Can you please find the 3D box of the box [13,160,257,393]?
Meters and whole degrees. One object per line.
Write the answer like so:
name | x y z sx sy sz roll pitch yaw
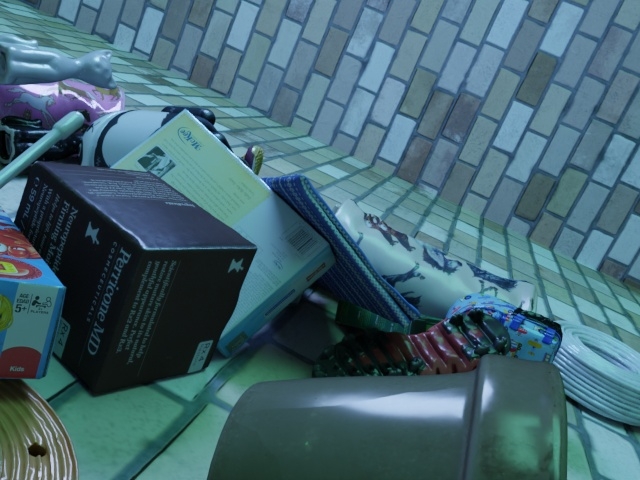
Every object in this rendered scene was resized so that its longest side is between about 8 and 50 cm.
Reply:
box | -0.217 0.032 0.752 0.203 0.169 0.167 33 18 30

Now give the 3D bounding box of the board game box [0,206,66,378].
board game box | -0.421 0.012 0.587 0.308 0.086 0.302 11 10 -39

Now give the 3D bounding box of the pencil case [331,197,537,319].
pencil case | 0.172 0.069 1.204 0.410 0.160 0.183 26 31 9

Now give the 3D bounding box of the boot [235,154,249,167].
boot | -0.255 -0.147 1.347 0.236 0.085 0.178 -3 16 -2

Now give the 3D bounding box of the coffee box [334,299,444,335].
coffee box | 0.118 0.127 1.041 0.113 0.041 0.184 13 -5 -34

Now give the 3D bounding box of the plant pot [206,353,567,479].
plant pot | 0.041 0.200 0.498 0.229 0.263 0.263 9 13 12

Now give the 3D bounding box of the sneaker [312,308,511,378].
sneaker | 0.118 0.179 0.898 0.275 0.135 0.098 -8 40 -20

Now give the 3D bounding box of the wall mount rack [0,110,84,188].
wall mount rack | -0.402 -0.099 0.603 0.349 0.131 0.304 20 8 13

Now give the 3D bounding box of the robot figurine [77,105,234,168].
robot figurine | -0.269 -0.128 1.115 0.278 0.174 0.209 10 16 30

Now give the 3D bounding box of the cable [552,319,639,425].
cable | 0.525 0.245 1.273 0.257 0.089 0.257 22 16 -7

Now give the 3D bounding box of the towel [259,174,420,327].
towel | 0.000 0.000 0.968 0.243 0.040 0.336 51 -11 -15

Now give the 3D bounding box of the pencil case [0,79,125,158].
pencil case | -0.553 -0.255 1.232 0.386 0.167 0.160 13 -4 -35

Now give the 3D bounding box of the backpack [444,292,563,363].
backpack | 0.261 0.165 1.031 0.173 0.158 0.117 26 9 19

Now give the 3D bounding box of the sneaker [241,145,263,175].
sneaker | -0.173 -0.132 1.383 0.083 0.185 0.070 23 50 -2

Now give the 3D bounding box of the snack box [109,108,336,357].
snack box | -0.155 -0.022 0.904 0.322 0.187 0.060 44 -13 27

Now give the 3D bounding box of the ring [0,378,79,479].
ring | -0.335 0.151 0.449 0.336 0.032 0.336 23 15 -7

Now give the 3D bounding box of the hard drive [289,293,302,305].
hard drive | -0.132 -0.004 1.221 0.232 0.047 0.353 22 15 -5

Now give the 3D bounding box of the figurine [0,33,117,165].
figurine | -0.444 -0.238 1.171 0.209 0.215 0.092 -7 10 -43
